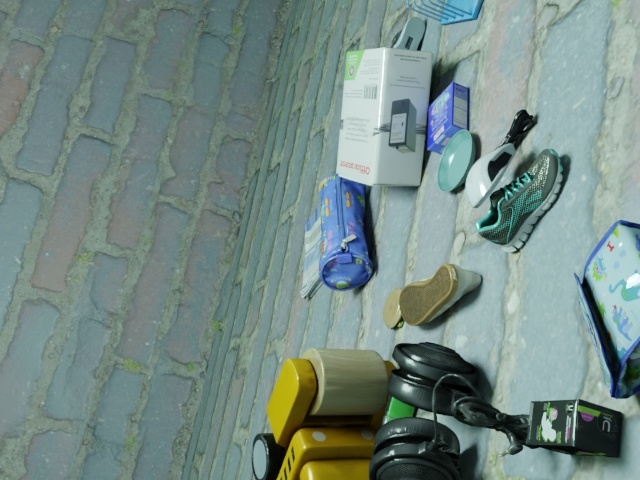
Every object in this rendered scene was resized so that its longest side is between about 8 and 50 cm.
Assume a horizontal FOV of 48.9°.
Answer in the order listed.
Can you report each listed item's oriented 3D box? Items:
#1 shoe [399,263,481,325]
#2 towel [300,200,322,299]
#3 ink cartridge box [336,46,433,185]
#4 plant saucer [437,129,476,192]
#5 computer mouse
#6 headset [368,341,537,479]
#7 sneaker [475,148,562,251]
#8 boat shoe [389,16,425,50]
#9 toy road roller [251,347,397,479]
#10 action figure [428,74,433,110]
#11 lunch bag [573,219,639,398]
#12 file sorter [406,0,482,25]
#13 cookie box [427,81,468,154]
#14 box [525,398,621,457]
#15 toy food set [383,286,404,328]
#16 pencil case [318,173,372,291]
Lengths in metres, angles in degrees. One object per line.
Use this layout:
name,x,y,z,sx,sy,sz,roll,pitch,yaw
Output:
shoe,0.197,0.095,1.196,0.219,0.058,0.076,132,130,-63
towel,0.000,0.000,1.947,0.209,0.034,0.285,127,154,-48
ink cartridge box,0.130,-0.259,1.488,0.198,0.115,0.272,-151,63,-65
plant saucer,0.252,-0.142,1.285,0.119,0.021,0.119,-164,90,-74
computer mouse,0.261,-0.120,1.067,0.193,0.042,0.106,-50,-4,-44
headset,0.177,0.267,1.019,0.394,0.185,0.243,107,177,-70
sneaker,0.282,-0.060,1.012,0.065,0.076,0.166,-106,36,-60
boat shoe,0.191,-0.442,1.685,0.183,0.065,0.083,-63,9,-13
toy road roller,0.026,0.373,1.242,0.240,0.203,0.329,-121,43,-52
action figure,0.188,-0.325,1.608,0.232,0.064,0.137,161,121,-74
lunch bag,0.325,0.074,0.734,0.151,0.096,0.128,103,168,-48
file sorter,0.265,-0.529,1.467,0.170,0.105,0.118,-136,64,-72
cookie box,0.246,-0.234,1.359,0.092,0.040,0.107,134,148,-57
box,0.281,0.209,0.785,0.083,0.062,0.052,146,139,-66
toy food set,0.145,0.133,1.371,0.083,0.020,0.082,-167,93,-73
pencil case,0.054,-0.028,1.639,0.133,0.119,0.306,89,-179,-46
